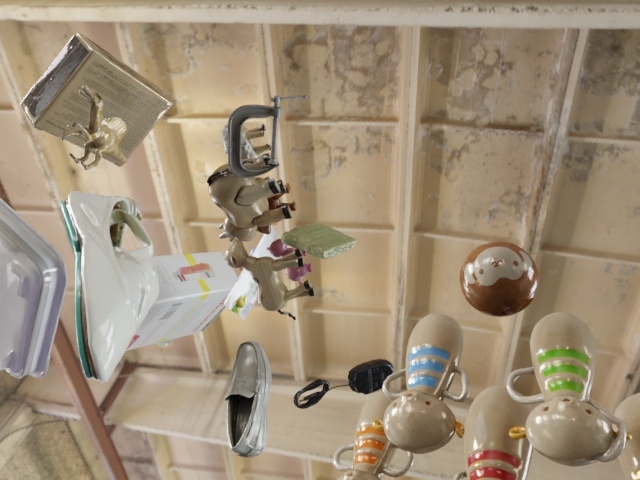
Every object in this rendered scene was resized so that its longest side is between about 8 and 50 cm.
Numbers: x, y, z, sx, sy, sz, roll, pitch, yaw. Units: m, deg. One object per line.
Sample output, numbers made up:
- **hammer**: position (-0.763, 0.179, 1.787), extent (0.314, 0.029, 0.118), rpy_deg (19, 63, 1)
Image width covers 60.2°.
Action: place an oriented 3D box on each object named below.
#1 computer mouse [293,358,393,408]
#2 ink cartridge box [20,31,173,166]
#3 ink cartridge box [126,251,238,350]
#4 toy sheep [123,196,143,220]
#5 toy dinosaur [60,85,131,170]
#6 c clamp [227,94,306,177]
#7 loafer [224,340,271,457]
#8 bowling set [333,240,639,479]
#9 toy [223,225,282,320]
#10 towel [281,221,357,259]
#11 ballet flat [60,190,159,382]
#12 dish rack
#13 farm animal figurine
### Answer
- **computer mouse**: position (0.052, 0.313, 1.216), extent (0.242, 0.041, 0.071), rpy_deg (-11, -69, -20)
- **ink cartridge box**: position (-0.459, -0.285, 1.154), extent (0.193, 0.235, 0.088), rpy_deg (-46, -116, 7)
- **ink cartridge box**: position (-0.471, 0.181, 1.678), extent (0.279, 0.385, 0.160), rpy_deg (-44, -111, 26)
- **toy sheep**: position (-0.570, -0.085, 1.593), extent (0.091, 0.091, 0.132), rpy_deg (-21, -23, 28)
- **toy dinosaur**: position (-0.334, -0.147, 0.848), extent (0.053, 0.093, 0.183), rpy_deg (40, -22, 20)
- **c clamp**: position (-0.099, -0.183, 0.984), extent (0.137, 0.022, 0.160), rpy_deg (-3, -55, -25)
- **loafer**: position (-0.201, 0.418, 1.500), extent (0.112, 0.319, 0.111), rpy_deg (-20, -36, 20)
- **bowling set**: position (0.113, 0.118, 0.388), extent (0.287, 0.154, 0.199), rpy_deg (-10, -64, 26)
- **toy**: position (-0.182, 0.081, 1.450), extent (0.056, 0.237, 0.137), rpy_deg (18, -19, 25)
- **towel**: position (0.000, 0.000, 1.094), extent (0.110, 0.148, 0.027), rpy_deg (23, -69, 23)
- **ballet flat**: position (-0.320, 0.039, 0.858), extent (0.139, 0.400, 0.139), rpy_deg (-15, -49, -18)
- **dish rack**: position (-0.632, 0.099, 1.080), extent (0.286, 0.072, 0.332), rpy_deg (37, -61, 18)
- **farm animal figurine**: position (-0.143, -0.037, 1.149), extent (0.172, 0.330, 0.326), rpy_deg (-17, -47, 3)
